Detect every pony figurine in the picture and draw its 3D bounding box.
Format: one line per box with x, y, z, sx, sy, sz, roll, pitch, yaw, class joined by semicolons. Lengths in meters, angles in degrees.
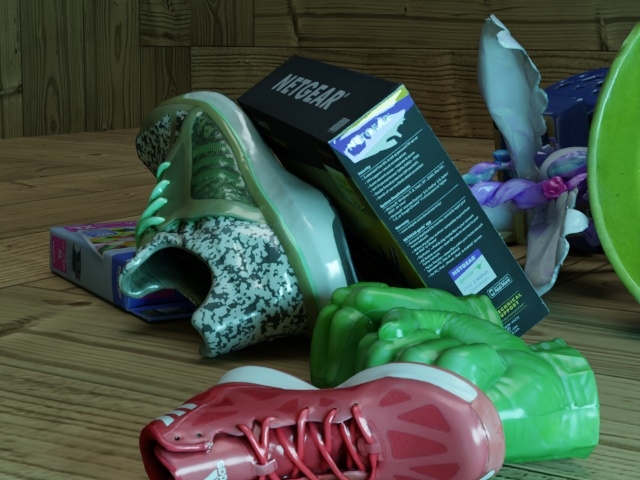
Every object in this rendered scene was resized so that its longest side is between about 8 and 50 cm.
0.274;-0.059;1.385;0.363;0.303;0.351;-4;-22;-9;pony figurine

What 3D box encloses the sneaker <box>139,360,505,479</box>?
-0.013;0.127;0.704;0.221;0.087;0.128;-8;10;40;sneaker

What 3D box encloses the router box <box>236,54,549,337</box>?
0.055;-0.040;1.127;0.081;0.243;0.309;-38;20;-6;router box

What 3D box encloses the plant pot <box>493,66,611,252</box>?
0.368;-0.105;1.665;0.212;0.236;0.236;-10;12;-20;plant pot

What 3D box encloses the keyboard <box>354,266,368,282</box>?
0.057;0.026;1.387;0.108;0.023;0.180;-6;19;2;keyboard

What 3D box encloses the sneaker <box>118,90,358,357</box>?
-0.122;-0.019;1.173;0.182;0.158;0.410;-21;33;-20;sneaker

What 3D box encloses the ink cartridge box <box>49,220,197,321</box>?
-0.162;0.024;1.345;0.186;0.065;0.311;-5;12;-28;ink cartridge box

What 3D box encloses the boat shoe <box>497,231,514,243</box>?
0.161;-0.037;1.690;0.223;0.073;0.080;4;10;17;boat shoe

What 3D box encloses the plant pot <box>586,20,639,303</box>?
0.506;-0.061;1.167;0.353;0.366;0.366;9;1;-45;plant pot

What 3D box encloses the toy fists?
0.076;0.085;0.868;0.142;0.096;0.279;-3;11;-14;toy fists
